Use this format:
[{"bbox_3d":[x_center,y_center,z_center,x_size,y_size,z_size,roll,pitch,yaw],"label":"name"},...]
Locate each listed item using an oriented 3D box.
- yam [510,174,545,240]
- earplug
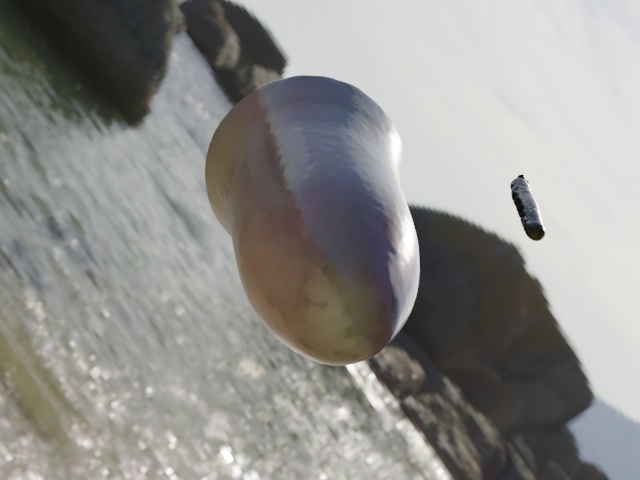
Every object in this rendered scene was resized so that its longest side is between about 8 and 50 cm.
[{"bbox_3d":[0.125,-0.019,0.777,0.014,0.014,0.107,55,13,-14],"label":"yam"},{"bbox_3d":[0.000,0.000,0.965,0.172,0.172,0.301,54,9,-22],"label":"earplug"}]
